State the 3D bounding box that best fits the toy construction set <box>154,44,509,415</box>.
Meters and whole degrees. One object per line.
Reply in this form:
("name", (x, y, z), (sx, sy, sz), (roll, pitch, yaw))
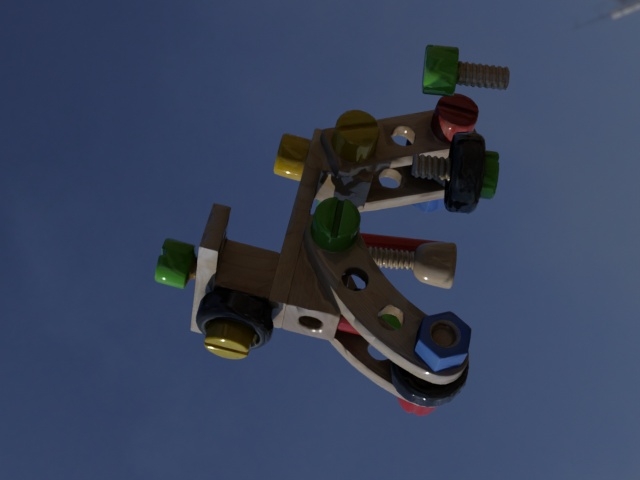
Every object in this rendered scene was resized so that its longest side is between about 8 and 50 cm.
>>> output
("toy construction set", (0.000, 0.000, 1.024), (0.309, 0.237, 0.258), (95, -178, -83))
